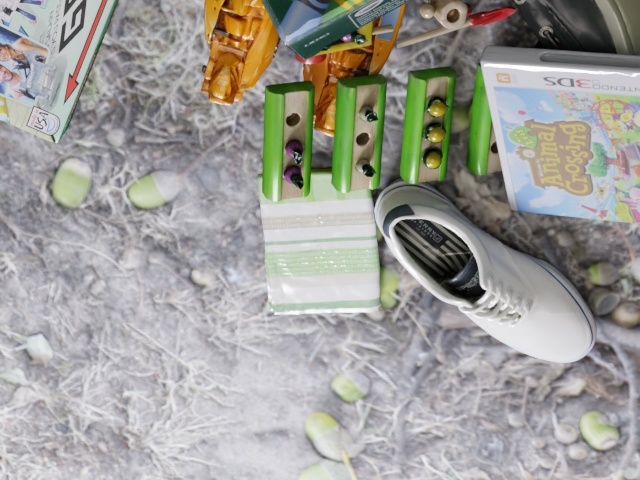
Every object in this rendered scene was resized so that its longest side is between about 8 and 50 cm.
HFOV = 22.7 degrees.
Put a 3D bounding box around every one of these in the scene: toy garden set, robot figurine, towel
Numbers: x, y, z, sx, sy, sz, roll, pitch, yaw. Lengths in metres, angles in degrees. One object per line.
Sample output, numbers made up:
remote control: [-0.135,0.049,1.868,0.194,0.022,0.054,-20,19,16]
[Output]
toy garden set: [0.074,-0.133,1.402,0.244,0.049,0.203,-8,123,-18]
robot figurine: [-0.001,-0.246,1.403,0.211,0.085,0.291,15,116,-3]
towel: [0.000,0.000,1.559,0.113,0.023,0.152,-2,113,5]

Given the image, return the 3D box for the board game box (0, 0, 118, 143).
board game box: [-0.279,-0.268,1.449,0.214,0.046,0.317,23,116,-5]

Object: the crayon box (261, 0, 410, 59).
crayon box: [-0.005,-0.336,1.275,0.203,0.083,0.323,-28,83,7]

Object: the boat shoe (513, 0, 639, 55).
boat shoe: [0.225,-0.197,1.387,0.113,0.127,0.340,-13,132,40]

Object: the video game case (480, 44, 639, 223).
video game case: [0.247,-0.086,1.386,0.193,0.023,0.212,6,147,20]

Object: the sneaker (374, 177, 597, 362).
sneaker: [0.154,0.044,1.519,0.258,0.091,0.094,34,114,-9]
